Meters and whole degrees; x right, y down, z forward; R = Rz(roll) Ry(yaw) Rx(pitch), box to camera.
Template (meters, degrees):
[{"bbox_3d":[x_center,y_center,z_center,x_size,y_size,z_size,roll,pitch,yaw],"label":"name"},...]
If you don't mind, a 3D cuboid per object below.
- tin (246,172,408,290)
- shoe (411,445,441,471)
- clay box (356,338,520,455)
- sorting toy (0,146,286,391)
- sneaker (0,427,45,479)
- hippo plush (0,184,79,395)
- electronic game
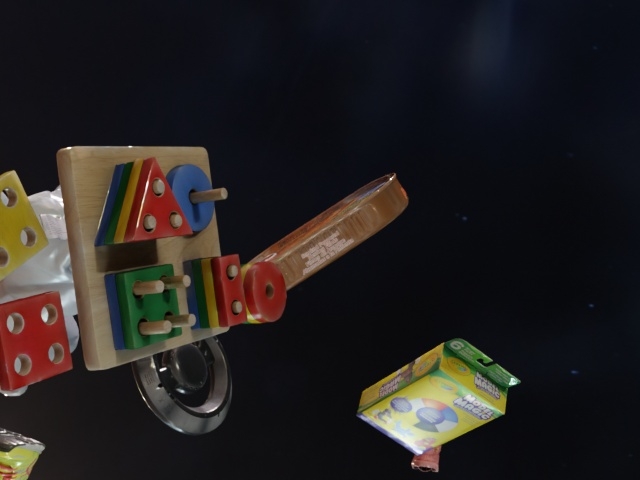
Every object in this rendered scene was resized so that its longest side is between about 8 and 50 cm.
[{"bbox_3d":[0.000,0.000,0.848,0.190,0.106,0.040,-33,-87,2],"label":"tin"},{"bbox_3d":[0.213,0.428,1.793,0.064,0.178,0.081,5,-107,11],"label":"shoe"},{"bbox_3d":[0.171,0.232,1.294,0.222,0.127,0.053,-40,-159,43],"label":"clay box"},{"bbox_3d":[-0.100,0.005,0.554,0.046,0.274,0.132,-6,-88,30],"label":"sorting toy"},{"bbox_3d":[-0.477,0.346,1.355,0.208,0.082,0.094,118,-6,-66],"label":"sneaker"},{"bbox_3d":[-0.311,0.074,1.044,0.234,0.294,0.236,35,-83,9],"label":"hippo plush"},{"bbox_3d":[-0.229,0.213,1.477,0.048,0.229,0.229,-26,-120,27],"label":"electronic game"}]
